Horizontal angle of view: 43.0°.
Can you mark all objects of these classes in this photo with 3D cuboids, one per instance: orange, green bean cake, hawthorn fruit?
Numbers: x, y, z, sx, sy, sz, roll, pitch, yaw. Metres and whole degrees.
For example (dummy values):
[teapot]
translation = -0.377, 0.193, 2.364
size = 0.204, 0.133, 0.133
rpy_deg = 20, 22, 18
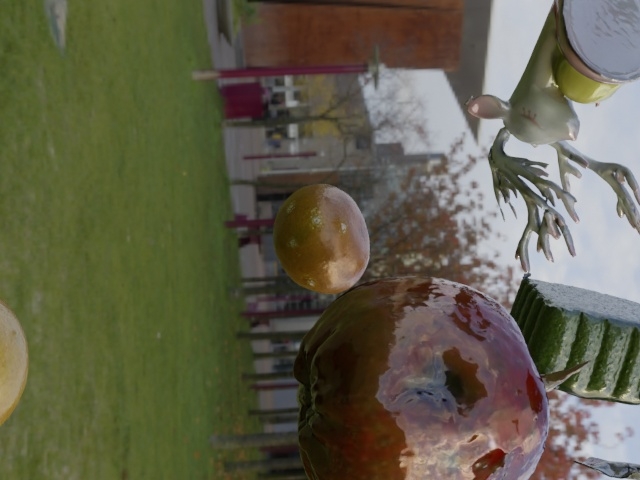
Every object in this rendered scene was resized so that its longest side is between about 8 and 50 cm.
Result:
[orange]
translation = 0.000, 0.000, 1.138
size = 0.156, 0.124, 0.156
rpy_deg = -12, 90, -70
[green bean cake]
translation = 0.462, 0.174, 1.407
size = 0.247, 0.249, 0.156
rpy_deg = -85, -170, -79
[hawthorn fruit]
translation = 0.095, 0.164, 0.808
size = 0.258, 0.261, 0.258
rpy_deg = -28, -126, 47

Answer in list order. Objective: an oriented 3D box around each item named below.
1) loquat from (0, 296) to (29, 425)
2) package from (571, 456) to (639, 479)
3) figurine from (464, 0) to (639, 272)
[loquat]
translation = -0.551, 0.162, 1.150
size = 0.275, 0.274, 0.275
rpy_deg = 177, -90, -88
[package]
translation = 0.573, 0.407, 1.420
size = 0.154, 0.239, 0.030
rpy_deg = 24, 70, -56
[figurine]
translation = 0.311, -0.140, 1.013
size = 0.284, 0.206, 0.316
rpy_deg = 63, -18, 19
